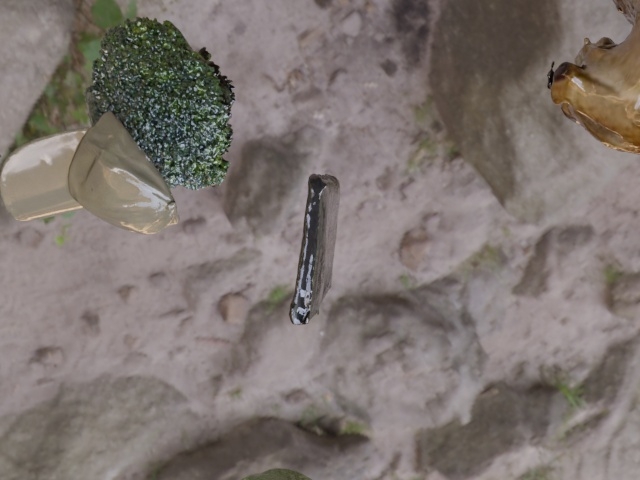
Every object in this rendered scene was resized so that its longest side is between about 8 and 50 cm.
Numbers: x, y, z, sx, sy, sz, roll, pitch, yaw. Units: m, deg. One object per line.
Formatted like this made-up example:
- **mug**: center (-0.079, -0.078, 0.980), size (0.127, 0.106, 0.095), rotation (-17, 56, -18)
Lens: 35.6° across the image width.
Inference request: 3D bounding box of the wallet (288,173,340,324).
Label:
- **wallet**: center (-0.001, 0.000, 1.081), size (0.030, 0.285, 0.146), rotation (3, 94, 5)

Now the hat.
- **hat**: center (-0.274, -0.045, 1.182), size (0.173, 0.144, 0.166), rotation (-34, 145, -8)

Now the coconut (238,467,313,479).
- **coconut**: center (-0.075, 0.449, 1.461), size (0.204, 0.236, 0.236), rotation (-19, 141, -33)

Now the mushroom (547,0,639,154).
- **mushroom**: center (0.360, -0.146, 0.746), size (0.345, 0.345, 0.260), rotation (19, 101, -42)

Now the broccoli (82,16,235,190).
- **broccoli**: center (-0.213, -0.180, 1.370), size (0.198, 0.176, 0.226), rotation (-43, 128, 13)
